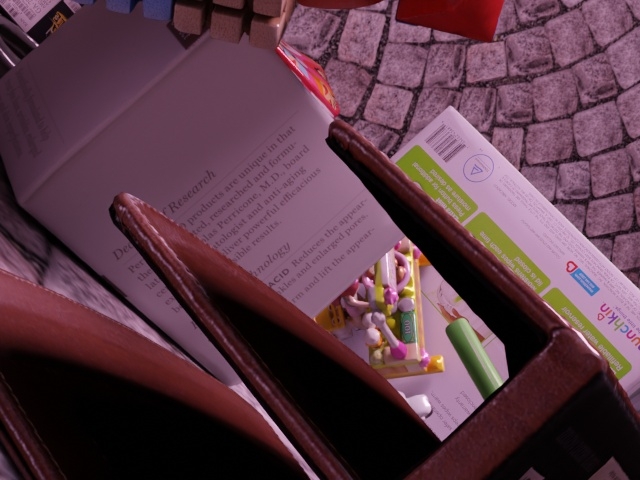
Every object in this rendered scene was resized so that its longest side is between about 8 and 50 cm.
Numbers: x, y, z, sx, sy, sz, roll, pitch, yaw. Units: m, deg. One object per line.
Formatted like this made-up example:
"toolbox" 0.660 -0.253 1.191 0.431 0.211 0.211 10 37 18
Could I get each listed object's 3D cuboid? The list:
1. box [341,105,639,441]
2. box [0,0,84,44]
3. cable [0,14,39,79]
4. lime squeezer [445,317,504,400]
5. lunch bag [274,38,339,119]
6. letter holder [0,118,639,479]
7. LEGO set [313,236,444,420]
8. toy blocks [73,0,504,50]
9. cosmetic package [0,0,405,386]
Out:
"box" 0.104 0.075 0.874 0.262 0.231 0.127 49 3 32
"box" -0.189 -0.156 1.223 0.293 0.073 0.295 50 5 6
"cable" -0.161 -0.064 0.890 0.287 0.072 0.139 24 38 -52
"lime squeezer" 0.157 0.174 0.610 0.310 0.059 0.110 55 26 3
"lunch bag" -0.110 -0.196 1.108 0.258 0.120 0.293 46 6 -14
"letter holder" 0.009 0.062 0.486 0.214 0.152 0.302 47 2 28
"LEGO set" 0.000 0.000 0.812 0.287 0.132 0.107 63 4 30
"toy blocks" -0.040 -0.196 0.582 0.382 0.190 0.261 13 38 2
"cosmetic package" -0.072 -0.047 0.692 0.183 0.151 0.151 46 3 -35
